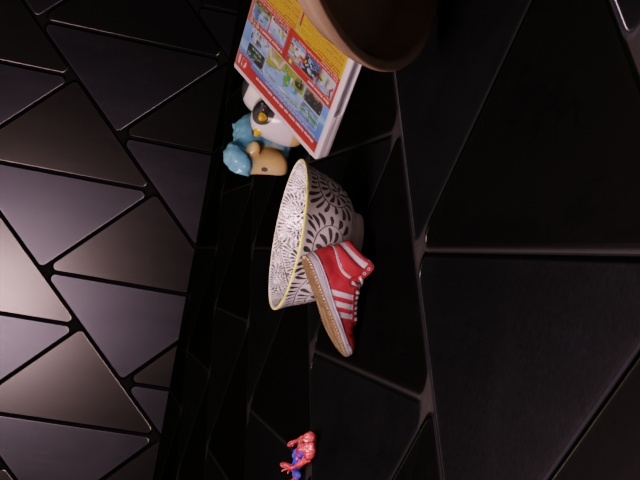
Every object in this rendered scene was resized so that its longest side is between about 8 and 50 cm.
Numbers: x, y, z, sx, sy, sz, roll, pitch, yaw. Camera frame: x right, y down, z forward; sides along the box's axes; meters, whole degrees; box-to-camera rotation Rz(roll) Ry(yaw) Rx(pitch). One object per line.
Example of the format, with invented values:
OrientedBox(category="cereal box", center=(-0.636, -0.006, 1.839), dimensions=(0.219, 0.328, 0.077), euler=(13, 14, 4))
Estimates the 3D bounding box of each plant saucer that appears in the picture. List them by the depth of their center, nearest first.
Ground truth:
OrientedBox(category="plant saucer", center=(0.033, -0.287, 1.027), dimensions=(0.278, 0.041, 0.278), euler=(10, -102, -58))

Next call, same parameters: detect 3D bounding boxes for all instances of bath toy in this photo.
OrientedBox(category="bath toy", center=(-0.055, -0.257, 1.651), dimensions=(0.151, 0.129, 0.348), euler=(47, 135, 32))

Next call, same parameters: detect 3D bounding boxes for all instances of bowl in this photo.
OrientedBox(category="bowl", center=(0.000, 0.000, 1.275), dimensions=(0.170, 0.080, 0.170), euler=(-169, 90, -78))

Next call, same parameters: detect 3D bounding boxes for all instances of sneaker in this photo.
OrientedBox(category="sneaker", center=(0.030, 0.058, 1.197), dimensions=(0.042, 0.067, 0.118), euler=(17, 129, 66))

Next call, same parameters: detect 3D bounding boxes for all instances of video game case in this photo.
OrientedBox(category="video game case", center=(-0.017, -0.272, 1.463), dimensions=(0.204, 0.025, 0.285), euler=(50, 140, 27))

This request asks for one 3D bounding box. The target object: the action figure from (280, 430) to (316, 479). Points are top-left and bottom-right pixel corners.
OrientedBox(category="action figure", center=(-0.026, 0.246, 1.314), dimensions=(0.115, 0.030, 0.038), euler=(119, 163, -51))
